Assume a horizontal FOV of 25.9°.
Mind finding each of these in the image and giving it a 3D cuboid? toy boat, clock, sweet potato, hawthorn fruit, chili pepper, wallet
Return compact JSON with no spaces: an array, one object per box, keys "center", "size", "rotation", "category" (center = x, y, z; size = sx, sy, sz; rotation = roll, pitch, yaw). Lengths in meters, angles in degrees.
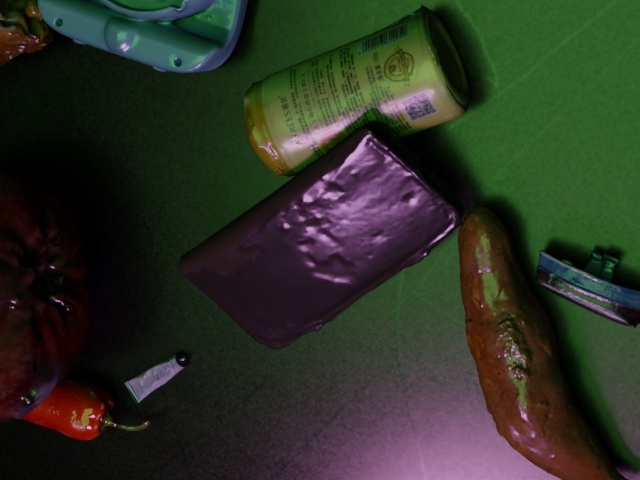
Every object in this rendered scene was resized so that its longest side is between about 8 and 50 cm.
[{"center":[0.294,0.043,1.471],"size":[0.137,0.060,0.061],"rotation":[25,81,14],"category":"toy boat"},{"center":[-0.182,-0.335,1.530],"size":[0.223,0.094,0.274],"rotation":[18,106,13],"category":"clock"},{"center":[0.215,0.137,1.490],"size":[0.106,0.095,0.355],"rotation":[-27,94,4],"category":"sweet potato"},{"center":[-0.423,0.068,1.581],"size":[0.324,0.308,0.308],"rotation":[-18,95,8],"category":"hawthorn fruit"},{"center":[-0.333,0.197,1.700],"size":[0.272,0.063,0.071],"rotation":[11,91,18],"category":"chili pepper"},{"center":[0.000,0.000,1.518],"size":[0.165,0.042,0.309],"rotation":[41,124,-21],"category":"wallet"}]

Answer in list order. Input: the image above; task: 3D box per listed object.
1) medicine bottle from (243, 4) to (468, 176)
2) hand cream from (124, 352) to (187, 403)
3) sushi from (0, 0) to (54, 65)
[{"center":[0.032,-0.150,1.485],"size":[0.238,0.124,0.124],"rotation":[-20,94,21],"category":"medicine bottle"},{"center":[-0.195,0.163,1.673],"size":[0.093,0.019,0.030],"rotation":[-33,91,27],"category":"hand cream"},{"center":[-0.441,-0.308,1.592],"size":[0.296,0.167,0.179],"rotation":[40,132,14],"category":"sushi"}]
